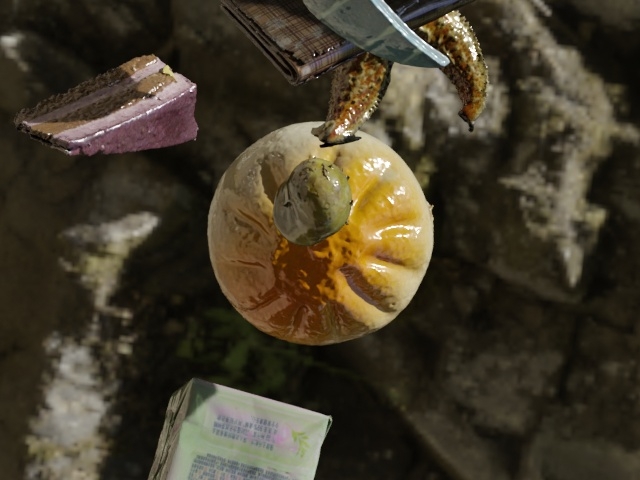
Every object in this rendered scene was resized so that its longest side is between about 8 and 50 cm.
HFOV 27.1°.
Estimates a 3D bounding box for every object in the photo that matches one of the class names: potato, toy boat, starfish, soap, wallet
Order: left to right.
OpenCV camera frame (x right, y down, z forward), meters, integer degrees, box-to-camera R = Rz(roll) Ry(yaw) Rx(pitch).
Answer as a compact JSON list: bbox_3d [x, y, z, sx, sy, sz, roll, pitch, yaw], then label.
[{"bbox_3d":[-0.109,0.291,1.674,0.138,0.199,0.182,144,-39,-65],"label":"soap"},{"bbox_3d":[-0.008,-0.044,1.492,0.138,0.070,0.092,144,-63,-68],"label":"potato"},{"bbox_3d":[0.031,-0.226,1.231,0.230,0.124,0.042,-30,152,-27],"label":"wallet"},{"bbox_3d":[0.043,-0.249,1.469,0.113,0.312,0.303,-20,121,-79],"label":"starfish"},{"bbox_3d":[0.035,-0.160,0.968,0.034,0.122,0.096,-51,-162,-26],"label":"toy boat"}]

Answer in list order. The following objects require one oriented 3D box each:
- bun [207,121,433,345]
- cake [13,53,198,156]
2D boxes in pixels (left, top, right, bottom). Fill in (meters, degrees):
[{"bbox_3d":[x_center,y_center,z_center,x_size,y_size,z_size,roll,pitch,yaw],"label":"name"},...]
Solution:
[{"bbox_3d":[0.000,0.000,1.698,0.165,0.298,0.299,-81,175,-72],"label":"bun"},{"bbox_3d":[-0.279,-0.176,1.794,0.295,0.116,0.113,-23,133,-53],"label":"cake"}]
